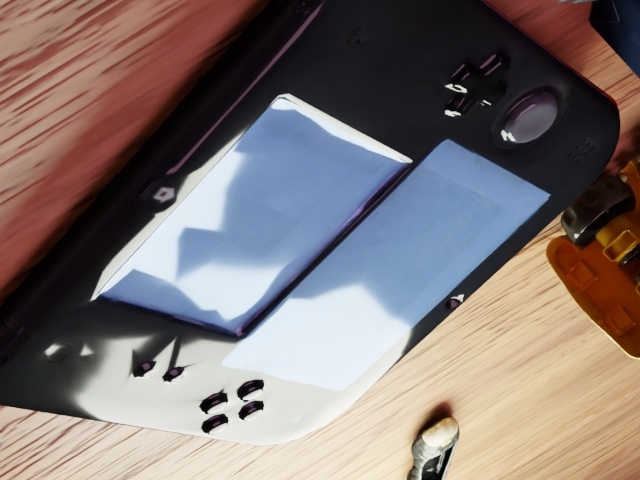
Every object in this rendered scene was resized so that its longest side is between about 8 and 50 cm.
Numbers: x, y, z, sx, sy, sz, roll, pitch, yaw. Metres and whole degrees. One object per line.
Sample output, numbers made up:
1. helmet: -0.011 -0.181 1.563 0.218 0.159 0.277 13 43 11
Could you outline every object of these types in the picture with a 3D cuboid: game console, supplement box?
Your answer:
1. game console: 0.000 0.000 0.773 0.386 0.060 0.342 -46 147 19
2. supplement box: 0.237 -0.150 0.750 0.083 0.083 0.056 -25 149 -12

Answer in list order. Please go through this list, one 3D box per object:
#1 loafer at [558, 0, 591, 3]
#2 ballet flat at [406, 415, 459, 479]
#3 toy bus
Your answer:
1. loafer: 0.259 -0.222 0.684 0.302 0.095 0.109 -21 -170 -17
2. ballet flat: 0.126 0.238 1.231 0.057 0.049 0.173 -23 148 -18
3. toy bus: 0.330 -0.020 0.988 0.220 0.149 0.211 -46 163 24
